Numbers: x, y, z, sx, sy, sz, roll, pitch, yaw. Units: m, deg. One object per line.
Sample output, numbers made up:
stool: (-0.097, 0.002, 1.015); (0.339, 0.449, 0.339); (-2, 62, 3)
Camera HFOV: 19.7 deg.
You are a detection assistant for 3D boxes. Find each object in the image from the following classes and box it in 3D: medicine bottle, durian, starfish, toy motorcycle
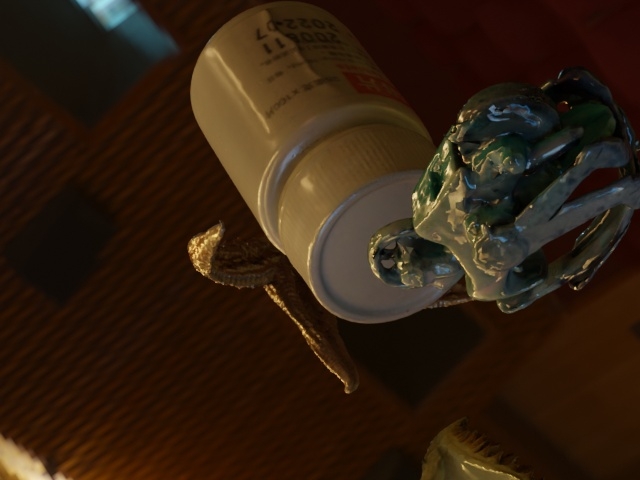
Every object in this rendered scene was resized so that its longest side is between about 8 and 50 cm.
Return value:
medicine bottle: (0.009, -0.092, 2.005); (0.211, 0.211, 0.371); (42, -171, -41)
durian: (0.117, 0.242, 1.322); (0.144, 0.139, 0.252); (78, -150, -54)
starfish: (-0.005, 0.010, 2.302); (0.384, 0.132, 0.398); (32, -153, 27)
toy motorcycle: (0.174, -0.032, 1.620); (0.206, 0.260, 0.154); (13, -136, -21)
